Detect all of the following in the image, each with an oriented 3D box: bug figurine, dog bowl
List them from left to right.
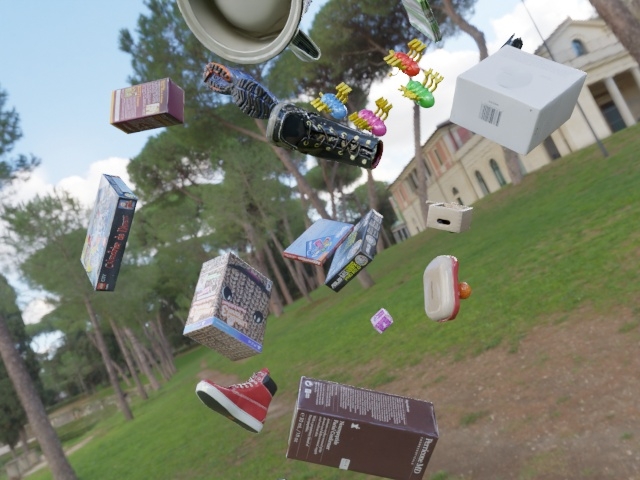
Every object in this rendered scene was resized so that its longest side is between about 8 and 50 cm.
[{"bbox_3d":[-0.215,-0.739,1.471,0.408,0.408,0.150,-29,21,37],"label":"dog bowl"},{"bbox_3d":[0.131,-0.317,1.097,0.279,0.216,0.072,-30,-41,-3],"label":"bug figurine"}]

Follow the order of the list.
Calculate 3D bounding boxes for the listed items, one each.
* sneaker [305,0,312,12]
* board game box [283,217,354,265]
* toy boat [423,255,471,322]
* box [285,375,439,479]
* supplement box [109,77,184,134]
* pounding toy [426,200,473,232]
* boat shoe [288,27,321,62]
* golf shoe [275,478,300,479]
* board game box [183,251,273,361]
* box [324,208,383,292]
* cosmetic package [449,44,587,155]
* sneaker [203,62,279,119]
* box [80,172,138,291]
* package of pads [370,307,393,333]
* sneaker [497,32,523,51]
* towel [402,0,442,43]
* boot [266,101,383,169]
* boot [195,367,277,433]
[{"bbox_3d":[-0.050,-0.781,1.609,0.038,0.098,0.069,4,-27,14],"label":"sneaker"},{"bbox_3d":[0.000,0.000,1.796,0.145,0.027,0.281,11,31,23],"label":"board game box"},{"bbox_3d":[0.449,0.167,1.740,0.151,0.231,0.151,8,-18,-19],"label":"toy boat"},{"bbox_3d":[0.109,0.523,1.392,0.382,0.191,0.143,11,25,-2],"label":"box"},{"bbox_3d":[-0.480,-0.369,1.402,0.188,0.104,0.081,-6,-12,17],"label":"supplement box"},{"bbox_3d":[0.477,-0.091,1.917,0.181,0.094,0.206,14,15,31],"label":"pounding toy"},{"bbox_3d":[-0.115,-0.790,1.920,0.302,0.109,0.094,27,2,-34],"label":"boat shoe"},{"bbox_3d":[0.001,0.648,1.183,0.105,0.273,0.120,-59,-18,-51],"label":"golf shoe"},{"bbox_3d":[-0.310,0.230,1.755,0.141,0.290,0.232,-23,-46,32],"label":"board game box"},{"bbox_3d":[0.125,0.034,1.837,0.216,0.060,0.270,-47,13,37],"label":"box"},{"bbox_3d":[0.487,-0.355,1.261,0.225,0.224,0.138,-36,-34,-27],"label":"cosmetic package"},{"bbox_3d":[-0.179,-0.370,1.231,0.087,0.221,0.083,-31,-26,-53],"label":"sneaker"},{"bbox_3d":[-0.494,-0.020,1.174,0.044,0.159,0.233,7,-70,-40],"label":"box"},{"bbox_3d":[0.162,0.210,1.333,0.050,0.032,0.083,-47,3,2],"label":"package of pads"},{"bbox_3d":[0.575,-0.570,1.572,0.170,0.051,0.089,-59,10,10],"label":"sneaker"},{"bbox_3d":[0.222,-0.527,1.168,0.023,0.113,0.152,-46,-30,10],"label":"towel"},{"bbox_3d":[0.016,-0.194,0.956,0.179,0.085,0.236,19,10,16],"label":"boot"},{"bbox_3d":[-0.235,0.424,1.467,0.088,0.244,0.176,-16,40,44],"label":"boot"}]
